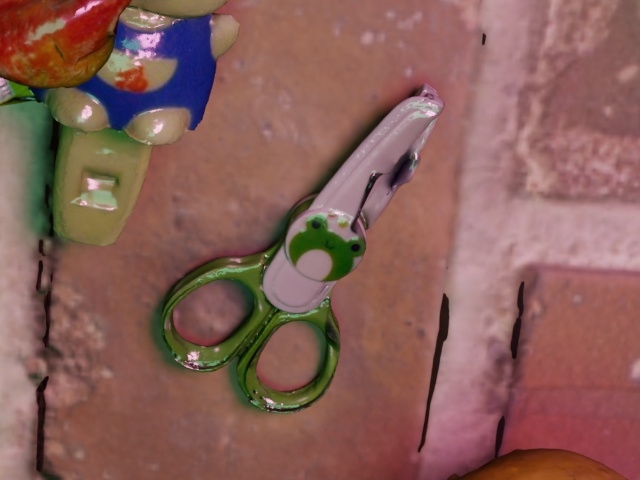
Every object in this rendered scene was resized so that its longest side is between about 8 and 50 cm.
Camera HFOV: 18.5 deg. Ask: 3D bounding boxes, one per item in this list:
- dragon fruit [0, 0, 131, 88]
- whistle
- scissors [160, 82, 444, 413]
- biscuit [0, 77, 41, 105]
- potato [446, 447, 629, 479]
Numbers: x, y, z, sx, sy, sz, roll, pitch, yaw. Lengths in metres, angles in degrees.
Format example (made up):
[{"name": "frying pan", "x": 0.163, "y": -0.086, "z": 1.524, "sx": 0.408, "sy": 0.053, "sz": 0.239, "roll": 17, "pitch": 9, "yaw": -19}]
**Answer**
[{"name": "dragon fruit", "x": -0.133, "y": -0.202, "z": 0.848, "sx": 0.295, "sy": 0.130, "sz": 0.268, "roll": 13, "pitch": 73, "yaw": 6}, {"name": "whistle", "x": -0.094, "y": -0.098, "z": 0.959, "sx": 0.105, "sy": 0.085, "sz": 0.227, "roll": 11, "pitch": 115, "yaw": -11}, {"name": "scissors", "x": 0.000, "y": 0.000, "z": 1.036, "sx": 0.101, "sy": 0.027, "sz": 0.204, "roll": 29, "pitch": 114, "yaw": -16}, {"name": "biscuit", "x": -0.273, "y": -0.035, "z": 1.020, "sx": 0.292, "sy": 0.026, "sz": 0.048, "roll": -25, "pitch": 108, "yaw": 10}, {"name": "potato", "x": 0.110, "y": 0.287, "z": 1.093, "sx": 0.296, "sy": 0.290, "sz": 0.397, "roll": 55, "pitch": 147, "yaw": 8}]
